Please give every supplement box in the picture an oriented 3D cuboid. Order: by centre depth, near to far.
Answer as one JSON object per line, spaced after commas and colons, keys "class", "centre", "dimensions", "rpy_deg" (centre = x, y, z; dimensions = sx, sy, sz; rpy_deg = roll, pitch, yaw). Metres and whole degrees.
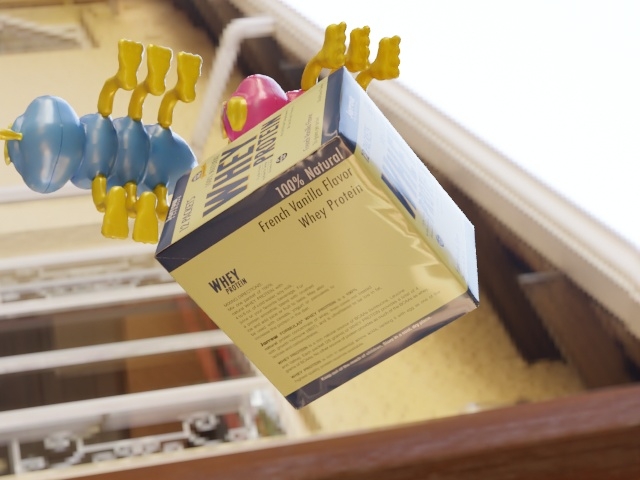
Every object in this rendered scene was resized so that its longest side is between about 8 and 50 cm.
{"class": "supplement box", "centre": [0.000, 0.000, 0.515], "dimensions": [0.083, 0.083, 0.056], "rpy_deg": [49, 22, -23]}

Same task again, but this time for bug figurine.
{"class": "bug figurine", "centre": [-0.048, -0.122, 0.672], "dimensions": [0.072, 0.216, 0.279], "rpy_deg": [-14, -112, 56]}
